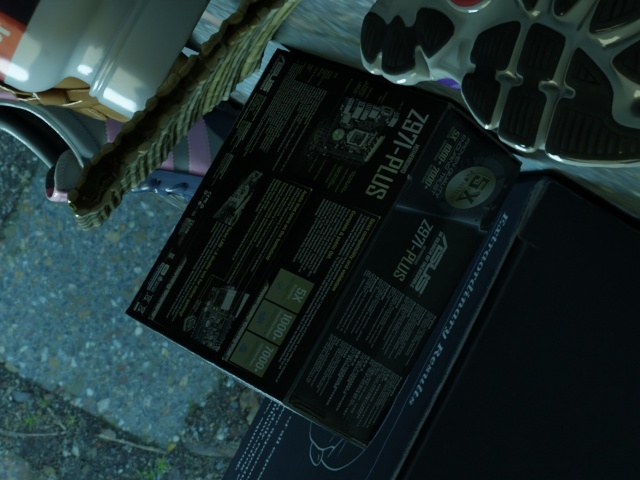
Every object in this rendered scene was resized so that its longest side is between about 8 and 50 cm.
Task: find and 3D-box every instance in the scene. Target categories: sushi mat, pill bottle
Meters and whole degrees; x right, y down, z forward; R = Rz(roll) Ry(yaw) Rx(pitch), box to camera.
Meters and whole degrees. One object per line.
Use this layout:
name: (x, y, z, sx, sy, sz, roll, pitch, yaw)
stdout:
sushi mat: (-0.064, -0.063, 0.769, 0.019, 0.151, 0.316, 45, 174, -5)
pill bottle: (-0.149, -0.135, 0.742, 0.194, 0.108, 0.108, 29, 175, -7)

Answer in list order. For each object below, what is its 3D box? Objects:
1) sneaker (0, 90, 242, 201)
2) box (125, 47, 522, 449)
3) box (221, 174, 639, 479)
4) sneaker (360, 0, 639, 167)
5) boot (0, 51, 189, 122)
sneaker: (-0.148, -0.066, 1.261, 0.319, 0.131, 0.112, 28, 160, -12)
box: (0.000, 0.000, 0.891, 0.147, 0.180, 0.077, 23, 171, 46)
box: (0.104, 0.134, 1.058, 0.212, 0.293, 0.395, 29, 176, -10)
sneaker: (0.081, -0.066, 0.542, 0.071, 0.068, 0.170, 14, -168, -30)
boot: (-0.231, -0.154, 1.069, 0.284, 0.109, 0.220, 9, 173, 27)
